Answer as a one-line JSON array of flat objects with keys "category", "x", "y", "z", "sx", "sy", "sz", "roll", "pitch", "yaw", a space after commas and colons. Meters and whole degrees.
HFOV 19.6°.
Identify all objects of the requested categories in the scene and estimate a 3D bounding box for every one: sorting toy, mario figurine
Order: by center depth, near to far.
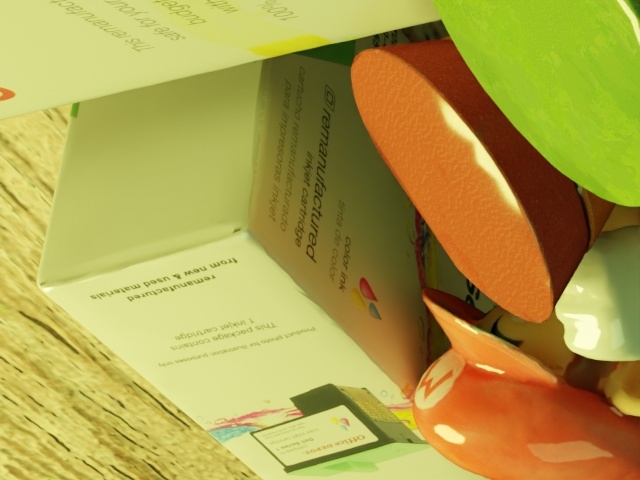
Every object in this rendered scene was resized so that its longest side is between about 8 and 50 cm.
[{"category": "sorting toy", "x": 0.107, "y": -0.087, "z": 0.584, "sx": 0.126, "sy": 0.127, "sz": 0.365, "roll": -33, "pitch": 169, "yaw": -14}, {"category": "mario figurine", "x": 0.156, "y": -0.028, "z": 0.810, "sx": 0.320, "sy": 0.170, "sz": 0.198, "roll": -44, "pitch": 148, "yaw": 2}]

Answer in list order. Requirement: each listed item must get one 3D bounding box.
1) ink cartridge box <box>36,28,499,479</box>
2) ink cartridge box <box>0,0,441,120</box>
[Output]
[{"category": "ink cartridge box", "x": 0.000, "y": 0.000, "z": 0.915, "sx": 0.117, "sy": 0.201, "sz": 0.278, "roll": -14, "pitch": 141, "yaw": 27}, {"category": "ink cartridge box", "x": -0.049, "y": -0.176, "z": 0.636, "sx": 0.384, "sy": 0.160, "sz": 0.279, "roll": -11, "pitch": 166, "yaw": 21}]
